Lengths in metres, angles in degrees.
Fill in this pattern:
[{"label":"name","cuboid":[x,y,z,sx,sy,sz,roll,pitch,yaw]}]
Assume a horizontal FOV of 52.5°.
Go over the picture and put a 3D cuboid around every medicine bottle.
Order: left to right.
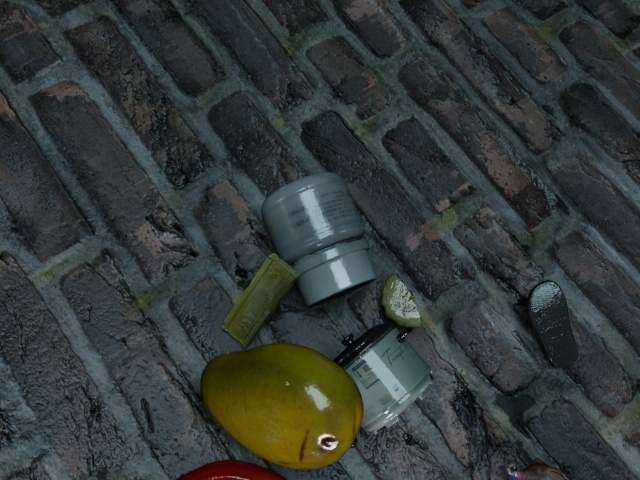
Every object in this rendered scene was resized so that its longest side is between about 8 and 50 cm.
[{"label":"medicine bottle","cuboid":[0.000,0.000,1.718,0.245,0.245,0.307,-20,81,-14]}]

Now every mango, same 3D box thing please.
[{"label":"mango","cuboid":[-0.109,0.369,1.500,0.444,0.302,0.220,8,30,31]}]

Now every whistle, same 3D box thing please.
[{"label":"whistle","cuboid":[0.591,0.664,1.589,0.346,0.134,0.142,40,32,1]}]

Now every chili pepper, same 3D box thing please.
[{"label":"chili pepper","cuboid":[-0.211,0.593,1.542,0.368,0.092,0.137,3,80,3]}]

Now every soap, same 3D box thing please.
[{"label":"soap","cuboid":[-0.158,0.155,1.667,0.092,0.037,0.252,40,111,11]}]

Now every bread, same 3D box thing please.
[{"label":"bread","cuboid":[0.214,0.179,1.759,0.094,0.083,0.157,-36,74,-16]}]

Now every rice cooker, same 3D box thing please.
[{"label":"rice cooker","cuboid":[0.137,0.327,1.608,0.280,0.241,0.227,-44,80,20]}]

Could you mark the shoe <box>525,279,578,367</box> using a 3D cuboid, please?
[{"label":"shoe","cuboid":[0.633,0.229,1.797,0.108,0.093,0.241,-18,92,3]}]
